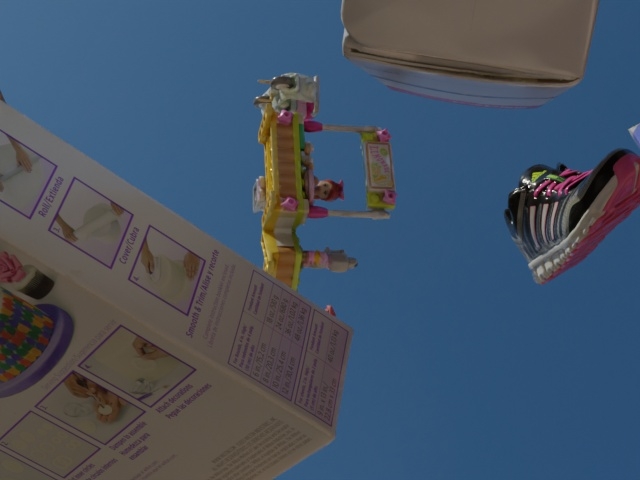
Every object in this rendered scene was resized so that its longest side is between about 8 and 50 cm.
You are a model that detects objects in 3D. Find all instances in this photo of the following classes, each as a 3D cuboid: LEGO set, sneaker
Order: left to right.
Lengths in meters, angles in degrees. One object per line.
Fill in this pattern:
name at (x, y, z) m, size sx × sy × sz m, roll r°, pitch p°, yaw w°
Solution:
LEGO set at (0.000, 0.000, 0.913) m, size 0.107 × 0.132 × 0.287 m, roll 2°, pitch -95°, yaw -12°
sneaker at (0.174, -0.028, 0.785) m, size 0.063 × 0.170 × 0.075 m, roll -32°, pitch -104°, yaw -18°

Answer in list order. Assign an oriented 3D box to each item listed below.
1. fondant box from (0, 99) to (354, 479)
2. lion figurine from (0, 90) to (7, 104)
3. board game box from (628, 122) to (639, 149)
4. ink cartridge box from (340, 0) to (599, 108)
fondant box at (-0.180, 0.059, 0.685) m, size 0.330 × 0.096 × 0.238 m, roll 33°, pitch -49°, yaw -20°
lion figurine at (-0.283, -0.048, 0.955) m, size 0.142 × 0.392 × 0.240 m, roll -35°, pitch -90°, yaw 3°
board game box at (0.242, -0.034, 0.090) m, size 0.347 × 0.078 × 0.233 m, roll -42°, pitch -73°, yaw 19°
ink cartridge box at (0.095, -0.184, 0.616) m, size 0.117 × 0.283 × 0.207 m, roll 10°, pitch -83°, yaw 6°
